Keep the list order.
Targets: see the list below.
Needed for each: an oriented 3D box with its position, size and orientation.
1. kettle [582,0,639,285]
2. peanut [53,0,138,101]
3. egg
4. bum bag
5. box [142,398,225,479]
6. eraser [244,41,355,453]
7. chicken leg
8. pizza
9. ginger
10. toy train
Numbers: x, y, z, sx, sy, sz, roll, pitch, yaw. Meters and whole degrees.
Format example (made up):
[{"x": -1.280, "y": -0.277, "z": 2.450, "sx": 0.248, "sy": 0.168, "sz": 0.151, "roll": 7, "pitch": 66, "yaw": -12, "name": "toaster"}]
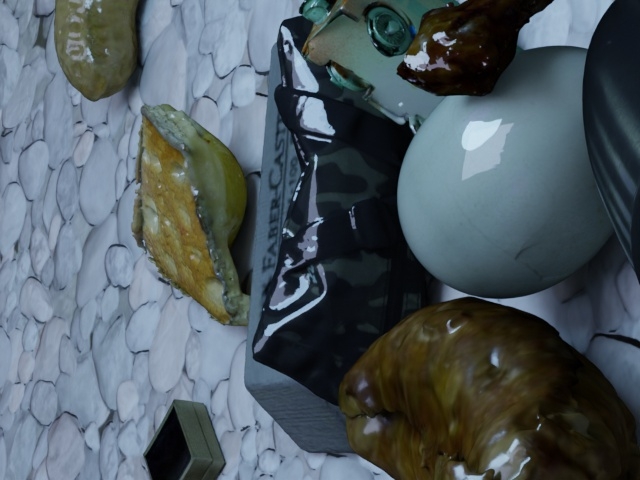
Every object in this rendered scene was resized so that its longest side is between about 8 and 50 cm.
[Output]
[{"x": 0.258, "y": -0.059, "z": 1.173, "sx": 0.207, "sy": 0.251, "sz": 0.271, "roll": -37, "pitch": 34, "yaw": 8, "name": "kettle"}, {"x": -0.237, "y": -0.259, "z": 2.110, "sx": 0.108, "sy": 0.095, "sz": 0.226, "roll": -20, "pitch": 65, "yaw": 60, "name": "peanut"}, {"x": 0.141, "y": -0.048, "z": 1.362, "sx": 0.209, "sy": 0.151, "sz": 0.151, "roll": -48, "pitch": 43, "yaw": 41, "name": "egg"}, {"x": 0.027, "y": -0.039, "z": 1.559, "sx": 0.095, "sy": 0.144, "sz": 0.341, "roll": 161, "pitch": 115, "yaw": -70, "name": "bum bag"}, {"x": -0.128, "y": 0.206, "z": 1.848, "sx": 0.079, "sy": 0.035, "sz": 0.083, "roll": -60, "pitch": 35, "yaw": 30, "name": "box"}, {"x": -0.001, "y": 0.000, "z": 1.656, "sx": 0.111, "sy": 0.077, "sz": 0.353, "roll": -11, "pitch": 72, "yaw": 57, "name": "eraser"}, {"x": 0.174, "y": -0.200, "z": 1.306, "sx": 0.304, "sy": 0.093, "sz": 0.113, "roll": -40, "pitch": 43, "yaw": -1, "name": "chicken leg"}, {"x": -0.101, "y": -0.019, "z": 1.843, "sx": 0.204, "sy": 0.080, "sz": 0.188, "roll": 46, "pitch": 144, "yaw": 43, "name": "pizza"}, {"x": 0.126, "y": 0.126, "z": 1.308, "sx": 0.321, "sy": 0.172, "sz": 0.165, "roll": -157, "pitch": 58, "yaw": -74, "name": "ginger"}, {"x": 0.072, "y": -0.140, "z": 1.486, "sx": 0.072, "sy": 0.188, "sz": 0.099, "roll": -40, "pitch": 20, "yaw": 49, "name": "toy train"}]
